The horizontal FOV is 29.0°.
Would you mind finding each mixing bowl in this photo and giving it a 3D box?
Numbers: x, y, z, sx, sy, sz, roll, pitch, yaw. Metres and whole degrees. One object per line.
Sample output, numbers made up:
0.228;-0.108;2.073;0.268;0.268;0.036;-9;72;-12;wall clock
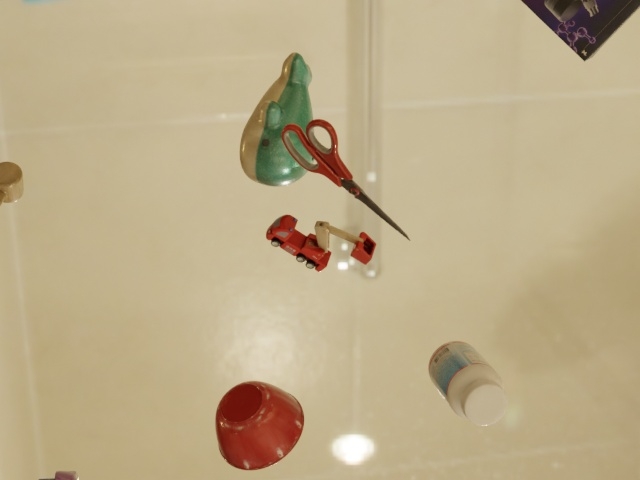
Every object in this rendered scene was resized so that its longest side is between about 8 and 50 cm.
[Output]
-0.131;0.336;2.360;0.181;0.098;0.181;-13;-133;14;mixing bowl

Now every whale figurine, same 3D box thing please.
-0.061;-0.238;2.507;0.141;0.272;0.216;19;174;14;whale figurine

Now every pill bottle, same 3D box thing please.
0.223;0.216;1.850;0.087;0.087;0.160;-5;-163;-10;pill bottle

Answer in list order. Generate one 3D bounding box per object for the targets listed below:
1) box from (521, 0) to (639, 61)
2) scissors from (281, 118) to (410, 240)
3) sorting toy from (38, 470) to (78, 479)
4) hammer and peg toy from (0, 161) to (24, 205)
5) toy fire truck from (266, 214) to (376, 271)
0.525;-0.491;2.295;0.184;0.261;0.103;44;-158;2;box
0.044;-0.099;2.207;0.109;0.297;0.021;-22;-154;37;scissors
-0.451;0.554;1.991;0.126;0.365;0.127;-1;-177;-5;sorting toy
-0.720;-0.100;2.180;0.361;0.127;0.266;9;-131;-6;hammer and peg toy
0.000;0.000;2.485;0.192;0.135;0.047;33;-132;-15;toy fire truck
